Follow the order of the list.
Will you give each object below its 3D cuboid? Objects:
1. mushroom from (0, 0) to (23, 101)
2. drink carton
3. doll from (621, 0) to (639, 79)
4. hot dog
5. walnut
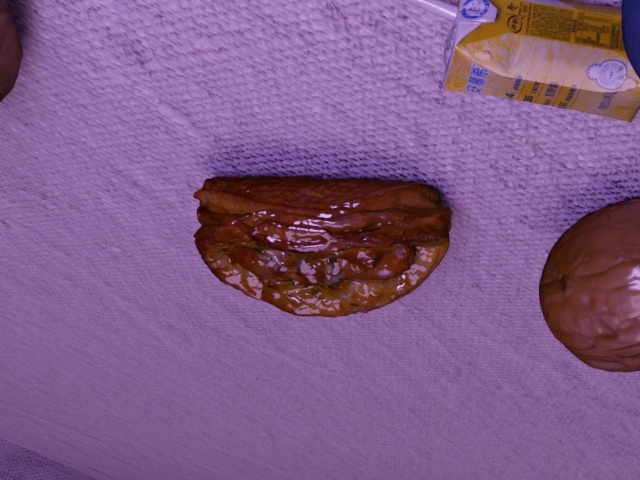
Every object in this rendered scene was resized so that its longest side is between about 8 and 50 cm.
[{"bbox_3d":[-0.399,-0.120,0.732,0.224,0.313,0.397,23,162,8],"label":"mushroom"},{"bbox_3d":[0.141,-0.143,0.686,0.200,0.074,0.084,10,163,4],"label":"drink carton"},{"bbox_3d":[0.266,-0.164,0.530,0.228,0.154,0.258,-2,158,19],"label":"doll"},{"bbox_3d":[0.000,0.000,0.991,0.272,0.122,0.196,6,153,16],"label":"hot dog"},{"bbox_3d":[0.307,0.042,0.896,0.167,0.167,0.207,25,153,-24],"label":"walnut"}]
